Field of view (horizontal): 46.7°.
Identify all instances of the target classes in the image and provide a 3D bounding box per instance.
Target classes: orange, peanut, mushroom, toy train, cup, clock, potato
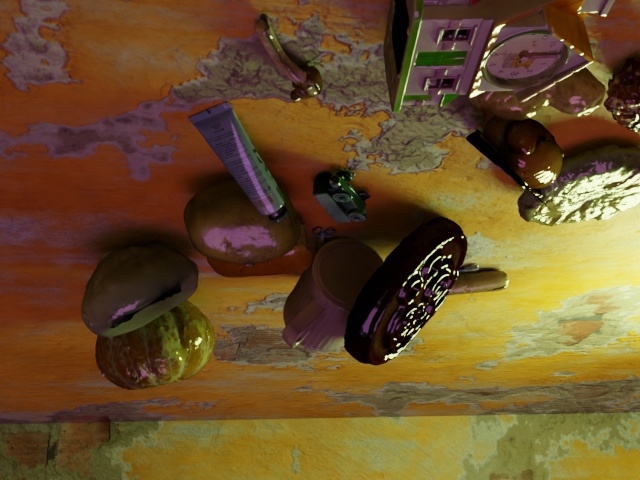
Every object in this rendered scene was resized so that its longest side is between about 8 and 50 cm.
[{"bbox_3d":[-0.453,0.278,2.041,0.329,0.249,0.329,-9,179,0],"label":"orange"},{"bbox_3d":[0.366,-0.259,1.263,0.229,0.098,0.103,-4,110,7],"label":"peanut"},{"bbox_3d":[-0.055,-0.292,1.201,0.060,0.061,0.187,-12,149,27],"label":"mushroom"},{"bbox_3d":[0.043,-0.092,1.598,0.099,0.070,0.172,-4,155,24],"label":"toy train"},{"bbox_3d":[0.010,0.147,1.886,0.288,0.208,0.273,-10,156,-23],"label":"cup"},{"bbox_3d":[0.262,-0.309,1.084,0.309,0.166,0.235,-3,153,-4],"label":"clock"},{"bbox_3d":[-0.165,-0.039,1.573,0.228,0.197,0.148,-18,-164,2],"label":"potato"}]

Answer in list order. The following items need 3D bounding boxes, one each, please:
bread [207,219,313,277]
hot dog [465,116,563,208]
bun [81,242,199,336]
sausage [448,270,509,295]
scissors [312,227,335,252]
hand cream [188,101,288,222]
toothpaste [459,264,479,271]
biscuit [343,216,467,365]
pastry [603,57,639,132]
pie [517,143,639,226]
[{"bbox_3d":[-0.142,0.020,1.736,0.245,0.121,0.174,-6,152,-1],"label":"bread"},{"bbox_3d":[0.380,-0.163,1.358,0.107,0.194,0.326,-50,174,15],"label":"hot dog"},{"bbox_3d":[-0.449,0.098,1.788,0.293,0.187,0.293,-28,171,-5],"label":"bun"},{"bbox_3d":[0.376,0.125,2.076,0.301,0.066,0.066,-8,153,5],"label":"sausage"},{"bbox_3d":[0.000,0.000,1.829,0.058,0.014,0.119,4,149,-12],"label":"scissors"},{"bbox_3d":[-0.142,-0.144,1.418,0.091,0.058,0.271,-15,127,26],"label":"hand cream"},{"bbox_3d":[0.395,0.080,2.043,0.083,0.015,0.024,-12,154,28],"label":"toothpaste"},{"bbox_3d":[0.216,0.131,1.773,0.407,0.091,0.407,-39,152,-26],"label":"biscuit"},{"bbox_3d":[0.591,-0.248,1.333,0.115,0.097,0.208,-13,155,40],"label":"pastry"},{"bbox_3d":[0.585,-0.114,1.618,0.306,0.071,0.306,-5,156,-2],"label":"pie"}]
